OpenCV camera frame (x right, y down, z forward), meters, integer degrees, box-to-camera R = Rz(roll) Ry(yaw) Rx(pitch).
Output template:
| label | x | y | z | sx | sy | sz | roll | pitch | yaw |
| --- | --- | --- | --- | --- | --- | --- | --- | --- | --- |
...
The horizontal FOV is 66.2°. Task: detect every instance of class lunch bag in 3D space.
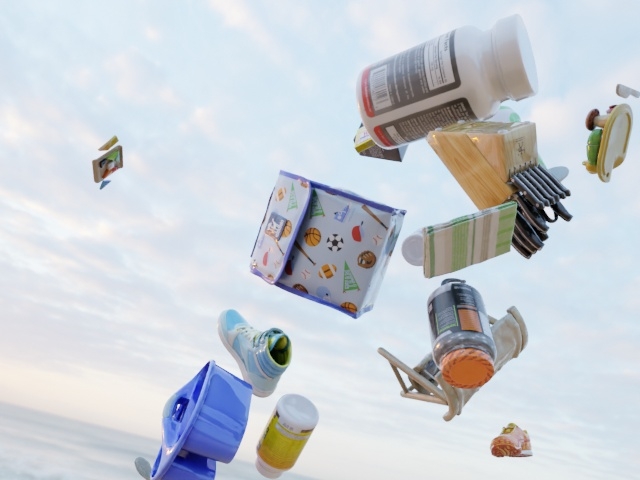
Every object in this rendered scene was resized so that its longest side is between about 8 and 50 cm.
| label | x | y | z | sx | sy | sz | roll | pitch | yaw |
| --- | --- | --- | --- | --- | --- | --- | --- | --- | --- |
| lunch bag | 0.000 | 0.000 | 1.399 | 0.386 | 0.327 | 0.239 | 22 | 6 | 19 |

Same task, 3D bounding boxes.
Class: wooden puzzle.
| label | x | y | z | sx | sy | sz | roll | pitch | yaw |
| --- | --- | --- | --- | --- | --- | --- | --- | --- | --- |
| wooden puzzle | -0.436 | -0.157 | 1.014 | 0.014 | 0.078 | 0.116 | 35 | -34 | 9 |

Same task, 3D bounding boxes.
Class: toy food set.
| label | x | y | z | sx | sy | sz | roll | pitch | yaw |
| --- | --- | --- | --- | --- | --- | --- | --- | --- | --- |
| toy food set | 0.650 | -0.245 | 1.127 | 0.128 | 0.217 | 0.071 | -10 | 22 | -35 |

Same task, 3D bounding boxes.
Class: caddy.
| label | x | y | z | sx | sy | sz | roll | pitch | yaw |
| --- | --- | --- | --- | --- | --- | --- | --- | --- | --- |
| caddy | -0.303 | 0.445 | 1.205 | 0.179 | 0.241 | 0.341 | 32 | 12 | -11 |

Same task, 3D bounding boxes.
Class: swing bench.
| label | x | y | z | sx | sy | sz | roll | pitch | yaw |
| --- | --- | --- | --- | --- | --- | --- | --- | --- | --- |
| swing bench | 0.320 | 0.273 | 1.162 | 0.165 | 0.253 | 0.255 | 62 | -21 | -15 |

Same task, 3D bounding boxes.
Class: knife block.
| label | x | y | z | sx | sy | sz | roll | pitch | yaw |
| --- | --- | --- | --- | --- | --- | --- | --- | --- | --- |
| knife block | 0.336 | -0.101 | 0.941 | 0.276 | 0.088 | 0.241 | 24 | -50 | 58 |

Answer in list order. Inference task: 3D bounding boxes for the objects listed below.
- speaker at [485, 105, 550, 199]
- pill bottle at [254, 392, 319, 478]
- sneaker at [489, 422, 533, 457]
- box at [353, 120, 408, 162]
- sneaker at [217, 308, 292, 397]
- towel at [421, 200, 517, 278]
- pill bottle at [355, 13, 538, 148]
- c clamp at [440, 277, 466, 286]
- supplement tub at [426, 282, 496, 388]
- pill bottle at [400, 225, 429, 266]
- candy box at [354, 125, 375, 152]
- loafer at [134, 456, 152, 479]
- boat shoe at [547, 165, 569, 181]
| label | x | y | z | sx | sy | sz | roll | pitch | yaw |
| --- | --- | --- | --- | --- | --- | --- | --- | --- | --- |
| speaker | 0.544 | -0.244 | 1.388 | 0.131 | 0.296 | 0.131 | -6 | -35 | -4 |
| pill bottle | -0.095 | 0.515 | 1.284 | 0.117 | 0.117 | 0.214 | 22 | -71 | -8 |
| sneaker | 0.386 | 0.410 | 1.009 | 0.064 | 0.067 | 0.175 | -19 | -30 | 27 |
| box | 0.215 | -0.355 | 1.627 | 0.158 | 0.155 | 0.093 | 14 | -21 | 26 |
| sneaker | -0.194 | 0.300 | 1.527 | 0.127 | 0.319 | 0.208 | -8 | -38 | -47 |
| towel | 0.232 | 0.000 | 0.775 | 0.152 | 0.023 | 0.113 | -18 | -45 | -6 |
| pill bottle | 0.282 | -0.352 | 1.115 | 0.363 | 0.210 | 0.210 | -11 | -35 | 33 |
| c clamp | 0.523 | 0.197 | 1.836 | 0.137 | 0.160 | 0.022 | -10 | -47 | 4 |
| supplement tub | 0.270 | 0.181 | 0.947 | 0.117 | 0.190 | 0.116 | 3 | -54 | 5 |
| pill bottle | 0.355 | 0.012 | 1.669 | 0.112 | 0.111 | 0.187 | -1 | 13 | 29 |
| candy box | 0.194 | -0.338 | 1.453 | 0.206 | 0.105 | 0.027 | -23 | -56 | 29 |
| loafer | -0.579 | 0.779 | 1.643 | 0.125 | 0.045 | 0.039 | 44 | -48 | 4 |
| boat shoe | 0.796 | -0.189 | 1.746 | 0.183 | 0.065 | 0.083 | -33 | -40 | 10 |
